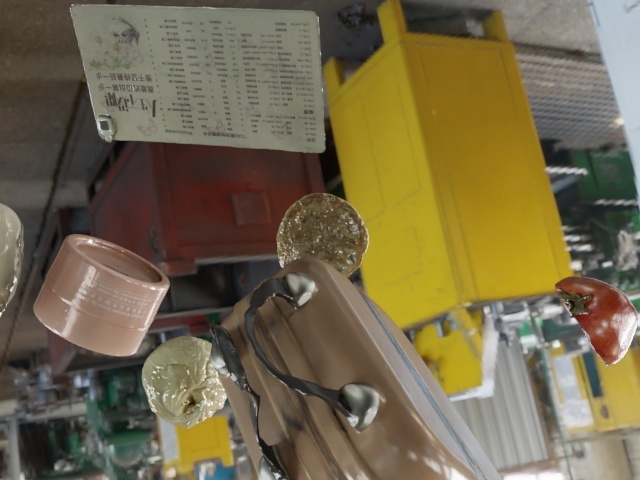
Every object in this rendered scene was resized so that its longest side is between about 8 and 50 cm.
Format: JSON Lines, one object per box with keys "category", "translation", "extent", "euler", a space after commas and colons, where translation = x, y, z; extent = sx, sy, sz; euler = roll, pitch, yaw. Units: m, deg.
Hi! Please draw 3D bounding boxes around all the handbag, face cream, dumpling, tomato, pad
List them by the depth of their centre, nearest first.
{"category": "handbag", "translation": [0.014, 0.146, 0.715], "extent": [0.149, 0.302, 0.283], "euler": [-41, 132, 11]}
{"category": "pad", "translation": [-0.127, -0.166, 0.865], "extent": [0.264, 0.009, 0.160], "euler": [5, 126, 12]}
{"category": "dumpling", "translation": [-0.472, 0.013, 1.085], "extent": [0.142, 0.247, 0.172], "euler": [-43, 131, 19]}
{"category": "face cream", "translation": [-0.286, 0.070, 1.089], "extent": [0.149, 0.104, 0.149], "euler": [27, -174, -3]}
{"category": "tomato", "translation": [0.445, 0.112, 1.313], "extent": [0.091, 0.159, 0.139], "euler": [-36, 129, 11]}

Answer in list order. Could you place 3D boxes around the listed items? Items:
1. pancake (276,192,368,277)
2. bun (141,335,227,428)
{"category": "pancake", "translation": [0.000, 0.000, 1.312], "extent": [0.151, 0.152, 0.025], "euler": [-10, -174, -2]}
{"category": "bun", "translation": [-0.161, 0.175, 1.012], "extent": [0.115, 0.115, 0.069], "euler": [-5, -159, -22]}
